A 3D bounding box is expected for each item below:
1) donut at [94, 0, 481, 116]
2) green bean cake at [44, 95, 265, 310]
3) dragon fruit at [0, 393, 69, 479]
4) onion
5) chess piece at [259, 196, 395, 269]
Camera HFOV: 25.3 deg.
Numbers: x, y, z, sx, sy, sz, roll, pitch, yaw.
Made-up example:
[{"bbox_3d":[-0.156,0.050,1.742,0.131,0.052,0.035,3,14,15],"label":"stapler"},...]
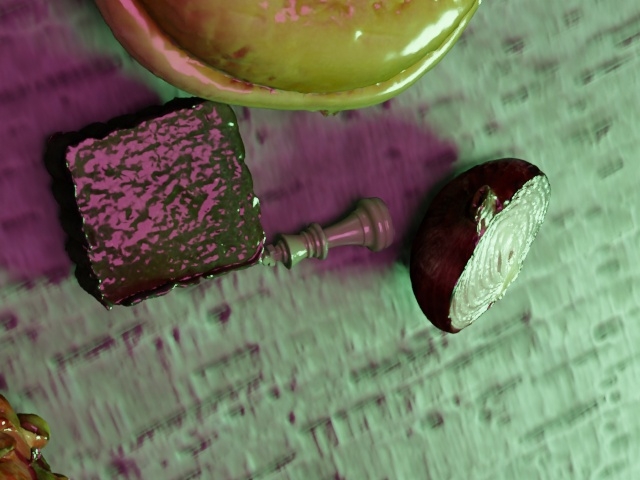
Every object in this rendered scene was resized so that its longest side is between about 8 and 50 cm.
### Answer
[{"bbox_3d":[-0.020,-0.322,1.327,0.448,0.198,0.449,-6,103,-27],"label":"donut"},{"bbox_3d":[-0.160,-0.039,1.370,0.181,0.094,0.173,-21,110,-23],"label":"green bean cake"},{"bbox_3d":[-0.331,0.252,1.255,0.263,0.314,0.296,-66,148,-30],"label":"dragon fruit"},{"bbox_3d":[0.157,-0.011,1.543,0.206,0.098,0.151,-51,144,-17],"label":"onion"},{"bbox_3d":[0.000,0.000,1.495,0.149,0.059,0.059,-17,109,-17],"label":"chess piece"}]
